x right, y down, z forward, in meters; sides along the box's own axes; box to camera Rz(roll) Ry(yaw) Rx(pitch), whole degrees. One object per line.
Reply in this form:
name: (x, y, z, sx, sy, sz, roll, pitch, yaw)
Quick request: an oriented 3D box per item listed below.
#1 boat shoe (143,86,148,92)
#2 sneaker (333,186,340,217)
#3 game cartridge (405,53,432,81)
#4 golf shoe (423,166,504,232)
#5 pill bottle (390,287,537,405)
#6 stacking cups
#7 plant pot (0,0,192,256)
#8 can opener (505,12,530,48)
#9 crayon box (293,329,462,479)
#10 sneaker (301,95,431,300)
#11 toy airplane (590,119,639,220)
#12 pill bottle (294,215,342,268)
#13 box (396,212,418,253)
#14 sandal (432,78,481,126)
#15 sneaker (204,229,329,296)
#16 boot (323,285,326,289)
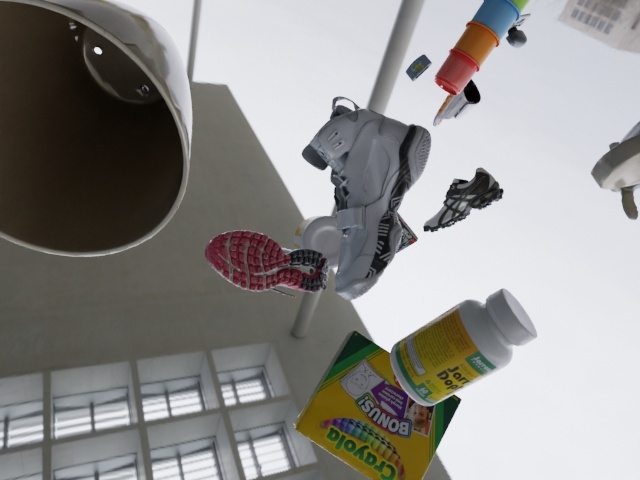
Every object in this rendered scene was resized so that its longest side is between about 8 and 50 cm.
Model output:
boat shoe: (-0.350, -0.281, 0.933, 0.063, 0.066, 0.184, 11, -166, -19)
sneaker: (0.111, -0.075, 1.631, 0.130, 0.109, 0.285, -9, -113, 23)
game cartridge: (0.319, -0.566, 1.651, 0.017, 0.083, 0.055, 21, -145, -48)
golf shoe: (0.308, -0.089, 1.143, 0.093, 0.198, 0.077, 61, -152, 7)
pill bottle: (0.223, 0.165, 0.795, 0.118, 0.208, 0.117, 39, -153, -25)
stacking cups: (0.338, -0.442, 1.003, 0.096, 0.316, 0.096, 37, -175, -4)
plant pot: (-0.250, -0.164, 0.569, 0.257, 0.256, 0.273, 12, -145, -9)
can opener: (0.500, -0.576, 1.384, 0.281, 0.074, 0.093, -23, -97, -39)
crayon box: (0.159, 0.484, 1.414, 0.363, 0.106, 0.313, 33, -108, 2)
sneaker: (0.053, -0.087, 0.931, 0.210, 0.137, 0.365, 25, -103, -13)
toy airplane: (0.548, -0.135, 0.597, 0.386, 0.384, 0.272, 27, -156, -29)
pill bottle: (0.000, 0.000, 1.378, 0.137, 0.136, 0.246, 12, -179, -9)
box: (0.221, -0.031, 1.548, 0.137, 0.094, 0.027, 50, -150, -9)
sandal: (0.357, -0.361, 1.219, 0.076, 0.265, 0.102, 32, -126, 3)
sneaker: (-0.121, 0.058, 1.087, 0.112, 0.120, 0.299, -2, 164, 45)
boot: (-0.086, 0.151, 1.894, 0.136, 0.198, 0.077, 61, -141, -13)
